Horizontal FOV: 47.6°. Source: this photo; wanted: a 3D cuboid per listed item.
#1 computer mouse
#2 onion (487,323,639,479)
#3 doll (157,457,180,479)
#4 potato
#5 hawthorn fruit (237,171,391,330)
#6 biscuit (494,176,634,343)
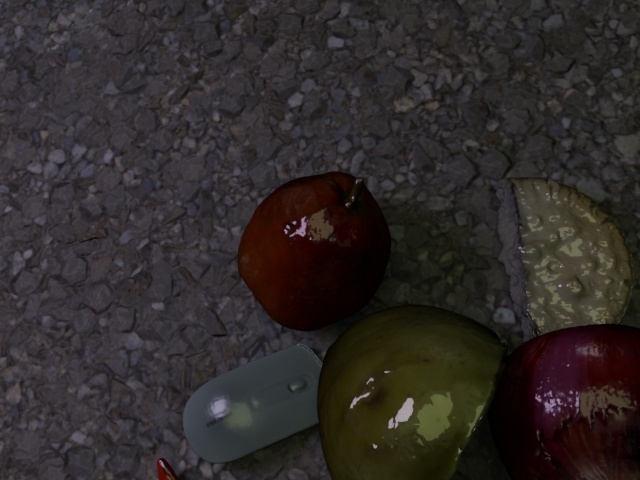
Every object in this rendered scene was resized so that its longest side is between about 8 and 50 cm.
[{"bbox_3d":[-0.091,0.242,1.066,0.231,0.079,0.128,-27,75,-4],"label":"computer mouse"},{"bbox_3d":[0.346,0.217,0.899,0.276,0.276,0.276,-3,73,8],"label":"onion"},{"bbox_3d":[-0.203,0.408,1.040,0.169,0.057,0.109,37,85,18],"label":"doll"},{"bbox_3d":[0.089,0.197,0.926,0.213,0.280,0.330,27,77,8],"label":"potato"},{"bbox_3d":[0.000,0.000,1.027,0.224,0.261,0.224,9,60,-16],"label":"hawthorn fruit"},{"bbox_3d":[0.355,0.026,1.054,0.179,0.084,0.281,-12,71,6],"label":"biscuit"}]
